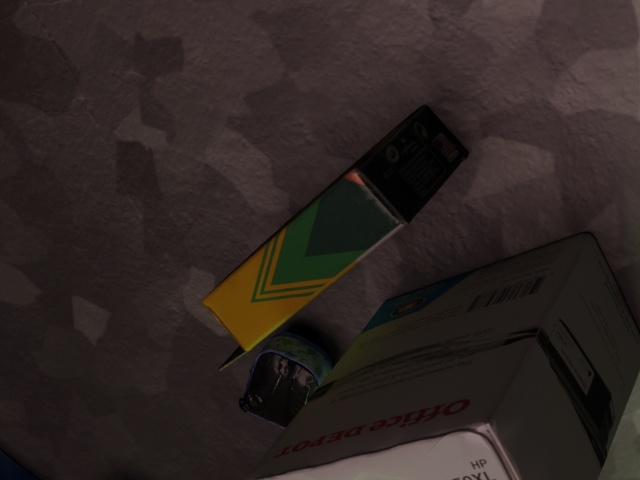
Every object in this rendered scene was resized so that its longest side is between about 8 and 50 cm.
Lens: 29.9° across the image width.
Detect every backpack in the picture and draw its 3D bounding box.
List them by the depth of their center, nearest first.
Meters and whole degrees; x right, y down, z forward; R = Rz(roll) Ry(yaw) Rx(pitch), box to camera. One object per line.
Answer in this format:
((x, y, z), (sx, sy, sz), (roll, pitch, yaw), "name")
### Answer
((-0.035, 0.172, 1.507), (0.105, 0.084, 0.114), (25, 128, 12), "backpack")

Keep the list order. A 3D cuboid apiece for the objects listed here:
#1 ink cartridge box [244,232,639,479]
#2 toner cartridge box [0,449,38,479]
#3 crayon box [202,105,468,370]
((0.141, 0.179, 1.234), (0.285, 0.395, 0.166), (-21, 104, 33), "ink cartridge box")
((-0.518, 0.415, 1.876), (0.348, 0.075, 0.165), (37, 124, 5), "toner cartridge box")
((0.000, 0.000, 1.330), (0.081, 0.202, 0.318), (48, 125, -2), "crayon box")
